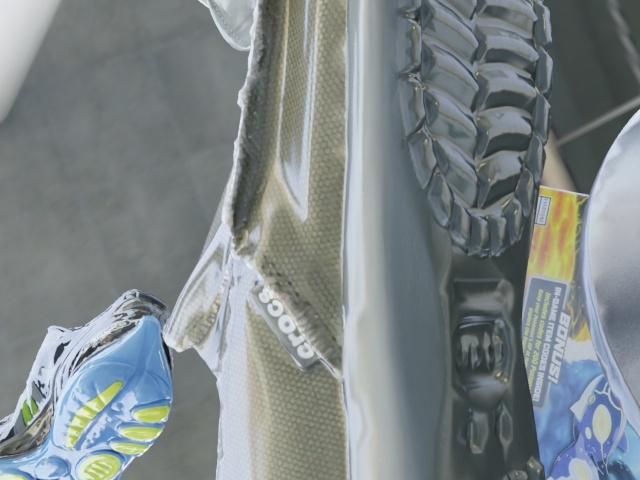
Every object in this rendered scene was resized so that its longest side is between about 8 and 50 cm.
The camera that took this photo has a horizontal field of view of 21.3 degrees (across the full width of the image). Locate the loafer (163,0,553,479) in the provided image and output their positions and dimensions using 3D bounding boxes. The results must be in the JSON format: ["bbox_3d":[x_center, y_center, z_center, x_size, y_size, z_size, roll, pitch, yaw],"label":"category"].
[{"bbox_3d":[0.000,0.000,0.400,0.087,0.094,0.251,-4,-101,28],"label":"loafer"}]

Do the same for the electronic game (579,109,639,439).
[{"bbox_3d":[0.198,0.025,0.568,0.229,0.048,0.229,6,-126,-9],"label":"electronic game"}]

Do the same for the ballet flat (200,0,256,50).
[{"bbox_3d":[-0.073,-0.200,1.001,0.072,0.068,0.213,5,-132,-44],"label":"ballet flat"}]

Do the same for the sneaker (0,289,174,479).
[{"bbox_3d":[-0.121,0.087,0.851,0.067,0.188,0.078,27,-132,-18],"label":"sneaker"}]

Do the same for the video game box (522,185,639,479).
[{"bbox_3d":[0.171,0.082,0.955,0.187,0.048,0.205,11,-98,7],"label":"video game box"}]
